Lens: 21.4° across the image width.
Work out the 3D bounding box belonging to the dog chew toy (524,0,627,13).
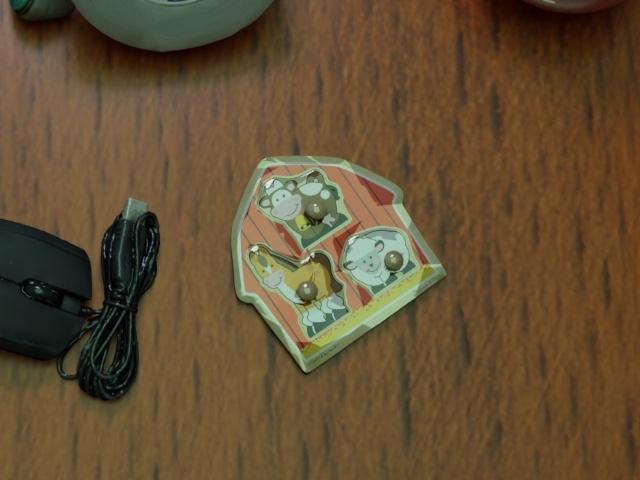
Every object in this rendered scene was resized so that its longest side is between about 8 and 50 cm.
[{"bbox_3d":[0.267,-0.390,1.653,0.207,0.206,0.331,19,69,-2],"label":"dog chew toy"}]

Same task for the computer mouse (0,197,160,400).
[{"bbox_3d":[-0.290,0.031,1.553,0.272,0.072,0.188,11,78,-4],"label":"computer mouse"}]

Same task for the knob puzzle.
[{"bbox_3d":[0.000,0.000,1.616,0.213,0.030,0.213,1,78,-6],"label":"knob puzzle"}]

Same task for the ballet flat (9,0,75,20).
[{"bbox_3d":[-0.279,-0.313,1.641,0.068,0.072,0.213,-4,78,-36],"label":"ballet flat"}]

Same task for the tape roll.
[{"bbox_3d":[-0.137,-0.283,1.565,0.219,0.219,0.072,-7,43,-8],"label":"tape roll"}]
